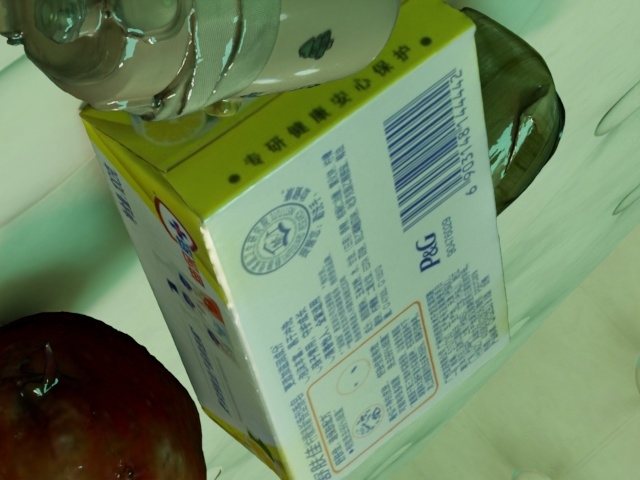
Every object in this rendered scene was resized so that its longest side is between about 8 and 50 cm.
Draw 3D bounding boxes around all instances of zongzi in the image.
[{"bbox_3d":[0.072,-0.038,1.046,0.221,0.112,0.242,-44,168,7],"label":"zongzi"}]

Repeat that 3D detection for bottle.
[{"bbox_3d":[-0.051,-0.093,0.572,0.152,0.099,0.099,-20,156,-41],"label":"bottle"}]

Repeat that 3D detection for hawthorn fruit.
[{"bbox_3d":[-0.149,0.112,0.832,0.181,0.181,0.235,-36,153,-20],"label":"hawthorn fruit"}]

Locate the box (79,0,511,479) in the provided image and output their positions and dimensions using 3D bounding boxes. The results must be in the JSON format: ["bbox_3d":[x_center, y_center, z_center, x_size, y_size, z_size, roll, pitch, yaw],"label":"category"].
[{"bbox_3d":[0.000,0.000,0.795,0.168,0.097,0.265,-37,144,-16],"label":"box"}]
